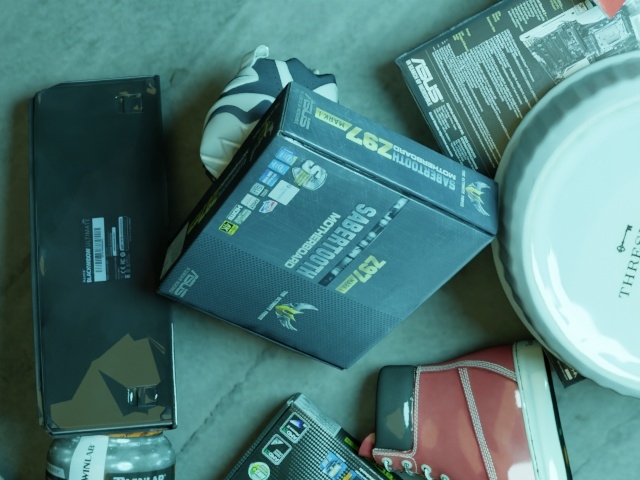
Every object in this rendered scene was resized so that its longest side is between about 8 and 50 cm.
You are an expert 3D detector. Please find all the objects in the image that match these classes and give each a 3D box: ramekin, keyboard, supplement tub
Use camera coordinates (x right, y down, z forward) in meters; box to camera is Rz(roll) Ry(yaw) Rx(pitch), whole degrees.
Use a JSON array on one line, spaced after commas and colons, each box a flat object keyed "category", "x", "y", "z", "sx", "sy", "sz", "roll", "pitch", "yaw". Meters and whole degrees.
[{"category": "ramekin", "x": 0.256, "y": -0.005, "z": 0.857, "sx": 0.272, "sy": 0.127, "sz": 0.273, "roll": 2, "pitch": 98, "yaw": 11}, {"category": "keyboard", "x": -0.152, "y": 0.007, "z": 1.034, "sx": 0.201, "sy": 0.033, "sz": 0.317, "roll": -4, "pitch": 80, "yaw": 0}, {"category": "supplement tub", "x": -0.191, "y": 0.244, "z": 1.064, "sx": 0.117, "sy": 0.117, "sz": 0.190, "roll": 4, "pitch": 92, "yaw": 12}]

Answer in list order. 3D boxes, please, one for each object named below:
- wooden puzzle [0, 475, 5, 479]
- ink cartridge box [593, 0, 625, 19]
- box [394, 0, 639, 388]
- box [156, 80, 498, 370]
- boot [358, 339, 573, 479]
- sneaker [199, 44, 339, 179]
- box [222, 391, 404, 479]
[{"category": "wooden puzzle", "x": -0.382, "y": 0.384, "z": 1.147, "sx": 0.322, "sy": 0.080, "sz": 0.348, "roll": -41, "pitch": 87, "yaw": 14}, {"category": "ink cartridge box", "x": 0.220, "y": -0.355, "z": 0.838, "sx": 0.261, "sy": 0.066, "sz": 0.296, "roll": 42, "pitch": 79, "yaw": -15}, {"category": "box", "x": 0.237, "y": -0.071, "z": 0.958, "sx": 0.242, "sy": 0.076, "sz": 0.307, "roll": -28, "pitch": 91, "yaw": 14}, {"category": "box", "x": 0.000, "y": 0.000, "z": 0.923, "sx": 0.183, "sy": 0.059, "sz": 0.233, "roll": 24, "pitch": 139, "yaw": -18}, {"category": "boot", "x": 0.129, "y": 0.219, "z": 1.015, "sx": 0.176, "sy": 0.088, "sz": 0.244, "roll": -12, "pitch": 86, "yaw": 14}, {"category": "sneaker", "x": 0.001, "y": -0.072, "z": 1.005, "sx": 0.235, "sy": 0.153, "sz": 0.094, "roll": 37, "pitch": 134, "yaw": -28}, {"category": "box", "x": -0.008, "y": 0.267, "z": 1.069, "sx": 0.190, "sy": 0.045, "sz": 0.184, "roll": 41, "pitch": 101, "yaw": 6}]
